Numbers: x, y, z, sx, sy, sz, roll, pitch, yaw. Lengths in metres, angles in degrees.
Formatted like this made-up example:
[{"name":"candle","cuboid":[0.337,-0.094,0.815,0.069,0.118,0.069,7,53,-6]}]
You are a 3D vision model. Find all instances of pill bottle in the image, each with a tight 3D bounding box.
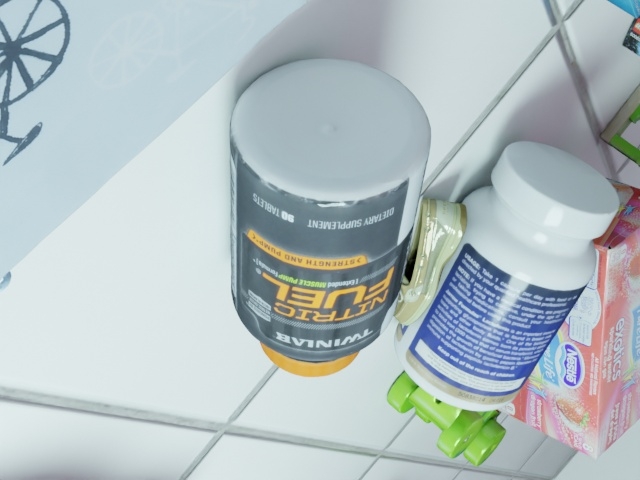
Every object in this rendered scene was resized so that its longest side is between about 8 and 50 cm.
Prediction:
[{"name":"pill bottle","cuboid":[0.191,0.038,1.090,0.153,0.153,0.265,-20,143,-47]},{"name":"pill bottle","cuboid":[0.000,0.000,0.754,0.130,0.130,0.246,-35,152,-27]}]

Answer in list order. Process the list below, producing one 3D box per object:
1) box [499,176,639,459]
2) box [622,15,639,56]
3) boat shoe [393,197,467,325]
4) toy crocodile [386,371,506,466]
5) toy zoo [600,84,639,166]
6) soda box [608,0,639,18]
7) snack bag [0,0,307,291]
[{"name":"box","cuboid":[0.310,0.084,1.245,0.142,0.154,0.300,-30,128,-34]},{"name":"box","cuboid":[0.465,-0.222,1.160,0.233,0.159,0.044,-29,149,-37]},{"name":"boat shoe","cuboid":[0.097,0.021,1.048,0.056,0.048,0.153,-89,-162,-48]},{"name":"toy crocodile","cuboid":[0.181,0.215,1.368,0.105,0.115,0.340,-50,155,1]},{"name":"toy zoo","cuboid":[0.501,-0.113,1.215,0.192,0.293,0.030,-54,155,9]},{"name":"soda box","cuboid":[0.233,-0.258,0.837,0.067,0.071,0.210,-52,155,7]},{"name":"snack bag","cuboid":[-0.148,-0.116,0.461,0.323,0.037,0.342,-45,154,-8]}]
